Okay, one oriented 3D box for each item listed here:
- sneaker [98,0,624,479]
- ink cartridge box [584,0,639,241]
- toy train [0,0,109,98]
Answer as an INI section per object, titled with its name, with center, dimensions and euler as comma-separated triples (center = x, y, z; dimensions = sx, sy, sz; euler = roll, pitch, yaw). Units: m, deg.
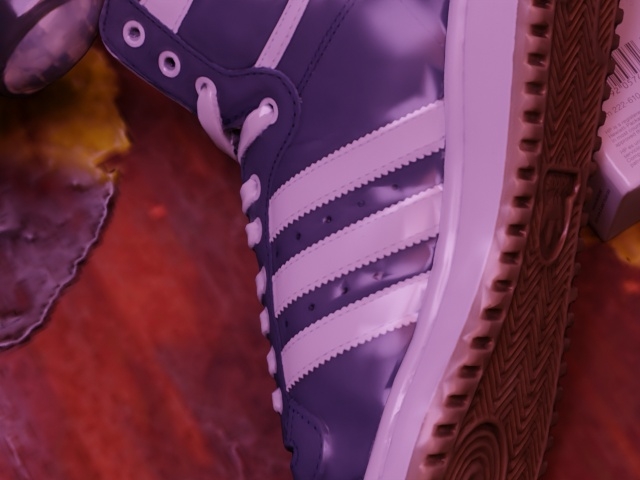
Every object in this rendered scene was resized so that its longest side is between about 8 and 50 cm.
[sneaker]
center = 0.000, 0.000, 0.591
dimensions = 0.153, 0.099, 0.282
euler = 11, 89, 27
[ink cartridge box]
center = 0.103, -0.077, 0.641
dimensions = 0.088, 0.052, 0.122
euler = -31, 74, -11
[toy train]
center = -0.227, -0.142, 0.629
dimensions = 0.190, 0.142, 0.334
euler = -45, 77, -2
